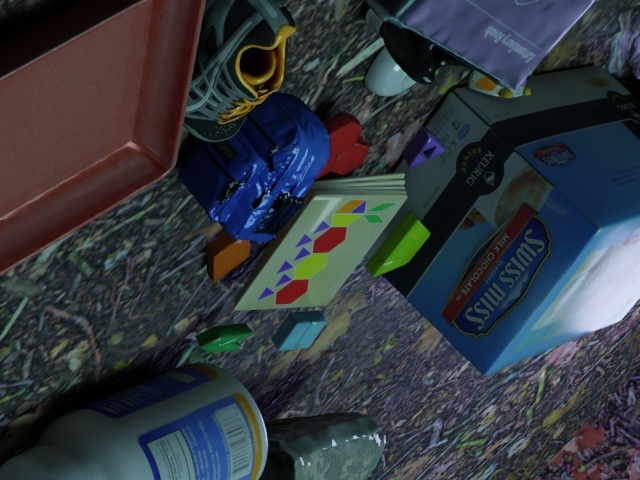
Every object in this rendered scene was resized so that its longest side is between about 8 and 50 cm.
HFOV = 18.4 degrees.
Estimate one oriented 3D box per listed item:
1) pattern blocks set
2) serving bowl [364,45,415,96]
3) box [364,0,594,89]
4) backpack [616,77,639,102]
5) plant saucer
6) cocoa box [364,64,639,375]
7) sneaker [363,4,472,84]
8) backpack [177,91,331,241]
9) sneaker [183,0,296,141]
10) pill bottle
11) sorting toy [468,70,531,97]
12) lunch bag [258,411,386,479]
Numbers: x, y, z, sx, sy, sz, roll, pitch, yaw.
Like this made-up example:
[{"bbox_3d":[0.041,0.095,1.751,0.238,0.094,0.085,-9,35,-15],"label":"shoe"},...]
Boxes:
[{"bbox_3d":[0.000,0.000,1.999,0.285,0.026,0.325,7,131,-50],"label":"pattern blocks set"},{"bbox_3d":[0.082,-0.167,1.887,0.083,0.027,0.083,-37,160,-16],"label":"serving bowl"},{"bbox_3d":[0.158,-0.337,1.403,0.395,0.212,0.293,-48,161,10],"label":"box"},{"bbox_3d":[0.416,-0.113,2.436,0.152,0.182,0.115,-17,148,-54],"label":"backpack"},{"bbox_3d":[-0.207,-0.080,1.460,0.258,0.048,0.259,-33,157,-28],"label":"plant saucer"},{"bbox_3d":[0.250,-0.030,2.205,0.347,0.228,0.231,-15,146,-55],"label":"cocoa box"},{"bbox_3d":[0.164,-0.202,1.753,0.234,0.106,0.078,-21,156,-3],"label":"sneaker"},{"bbox_3d":[-0.054,-0.069,1.714,0.120,0.098,0.101,-49,157,19],"label":"backpack"},{"bbox_3d":[-0.070,-0.135,1.567,0.084,0.083,0.215,-37,161,-23],"label":"sneaker"},{"bbox_3d":[-0.192,0.229,1.978,0.272,0.152,0.152,-20,150,-48],"label":"pill bottle"},{"bbox_3d":[0.203,-0.192,2.076,0.083,0.045,0.075,-15,127,-54],"label":"sorting toy"},{"bbox_3d":[-0.073,0.308,2.362,0.287,0.169,0.235,-47,161,22],"label":"lunch bag"}]
